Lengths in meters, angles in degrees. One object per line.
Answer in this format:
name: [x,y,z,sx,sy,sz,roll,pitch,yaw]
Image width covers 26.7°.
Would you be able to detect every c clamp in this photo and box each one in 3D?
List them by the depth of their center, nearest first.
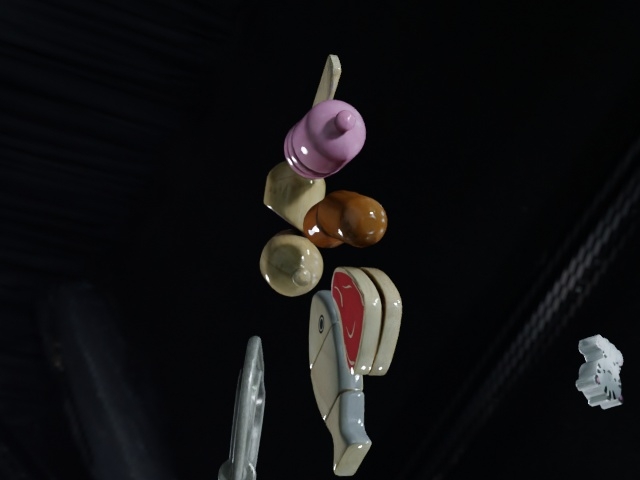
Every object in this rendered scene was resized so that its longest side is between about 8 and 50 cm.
c clamp: [-0.045,0.134,0.837,0.160,0.022,0.137,93,6,-67]

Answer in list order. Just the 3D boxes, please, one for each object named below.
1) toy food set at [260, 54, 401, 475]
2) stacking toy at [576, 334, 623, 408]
toy food set: [0.000,0.000,0.401,0.122,0.019,0.078,-105,-154,-47]
stacking toy: [0.321,0.117,1.016,0.167,0.221,0.052,-24,-137,39]
